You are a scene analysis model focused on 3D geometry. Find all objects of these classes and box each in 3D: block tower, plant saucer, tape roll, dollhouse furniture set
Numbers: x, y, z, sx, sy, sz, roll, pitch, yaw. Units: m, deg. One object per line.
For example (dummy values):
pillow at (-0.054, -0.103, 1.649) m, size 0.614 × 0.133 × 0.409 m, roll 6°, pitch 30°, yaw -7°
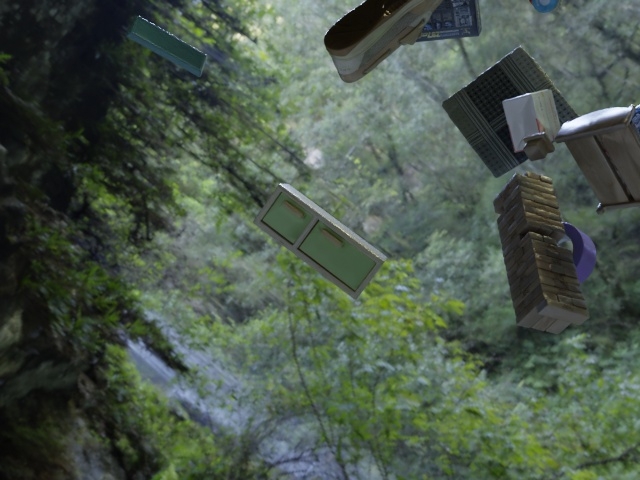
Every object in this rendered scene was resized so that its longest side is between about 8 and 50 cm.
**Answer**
block tower at (0.408, 0.019, 1.291) m, size 0.097 × 0.091 × 0.335 m, roll 119°, pitch 160°, yaw -45°
plant saucer at (-0.358, -0.460, 1.607) m, size 0.018 × 0.192 × 0.067 m, roll -29°, pitch 42°, yaw 51°
tape roll at (0.707, 0.046, 2.010) m, size 0.080 × 0.189 × 0.189 m, roll 25°, pitch -73°, yaw -38°
dollhouse furniture set at (0.625, -0.147, 1.282) m, size 0.355 × 0.303 × 0.174 m, roll -6°, pitch 39°, yaw 51°

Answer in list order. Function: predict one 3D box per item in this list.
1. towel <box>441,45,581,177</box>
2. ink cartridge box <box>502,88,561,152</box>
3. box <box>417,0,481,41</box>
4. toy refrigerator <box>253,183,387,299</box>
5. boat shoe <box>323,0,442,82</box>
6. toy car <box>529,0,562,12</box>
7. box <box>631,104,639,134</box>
towel at (0.584, -0.397, 2.105) m, size 0.312 × 0.324 × 0.056 m, roll -35°, pitch -20°, yaw 14°
ink cartridge box at (0.473, -0.268, 1.506) m, size 0.067 × 0.115 × 0.198 m, roll -11°, pitch 7°, yaw 34°
box at (0.415, -0.772, 2.294) m, size 0.059 × 0.233 × 0.183 m, roll -60°, pitch -38°, yaw -43°
toy refrigerator at (0.000, 0.000, 1.426) m, size 0.102 × 0.269 × 0.094 m, roll -54°, pitch -5°, yaw 10°
boat shoe at (0.139, -0.404, 1.237) m, size 0.302 × 0.109 × 0.098 m, roll -42°, pitch -40°, yaw -11°
toy car at (0.614, -0.796, 1.997) m, size 0.219 × 0.238 × 0.210 m, roll -45°, pitch -31°, yaw -49°
box at (0.710, -0.234, 1.499) m, size 0.220 × 0.051 × 0.175 m, roll -32°, pitch 22°, yaw 16°
